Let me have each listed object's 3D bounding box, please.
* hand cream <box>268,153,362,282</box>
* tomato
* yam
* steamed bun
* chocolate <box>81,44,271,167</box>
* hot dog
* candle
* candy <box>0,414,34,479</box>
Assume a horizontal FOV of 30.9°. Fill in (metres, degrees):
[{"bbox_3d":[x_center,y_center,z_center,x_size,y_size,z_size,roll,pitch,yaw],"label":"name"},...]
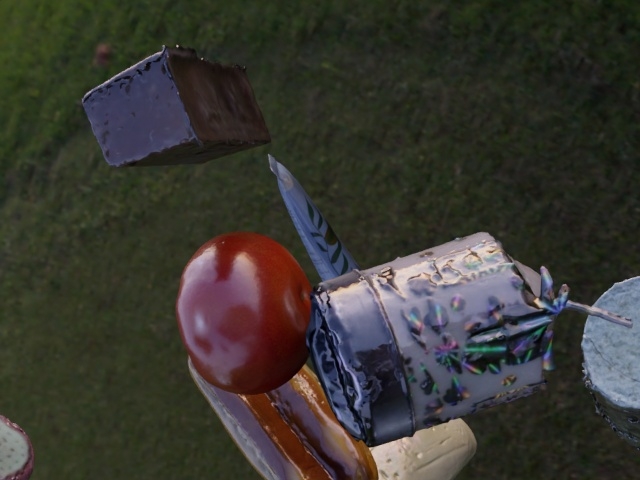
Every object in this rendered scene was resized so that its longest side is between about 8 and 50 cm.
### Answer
[{"bbox_3d":[0.000,0.000,1.618,0.058,0.271,0.091,-29,18,7],"label":"hand cream"},{"bbox_3d":[-0.080,0.081,1.326,0.136,0.195,0.195,-16,61,18],"label":"tomato"},{"bbox_3d":[0.536,0.199,1.835,0.240,0.348,0.241,-9,66,21],"label":"yam"},{"bbox_3d":[0.102,0.339,1.703,0.155,0.250,0.200,43,130,11],"label":"steamed bun"},{"bbox_3d":[-0.153,-0.138,1.285,0.111,0.321,0.112,-20,91,12],"label":"chocolate"},{"bbox_3d":[-0.042,0.232,1.463,0.135,0.100,0.337,-36,59,-13],"label":"hot dog"},{"bbox_3d":[0.155,0.091,1.215,0.187,0.330,0.188,163,90,-84],"label":"candle"},{"bbox_3d":[-0.352,0.228,1.215,0.043,0.103,0.103,-58,38,26],"label":"candy"}]
